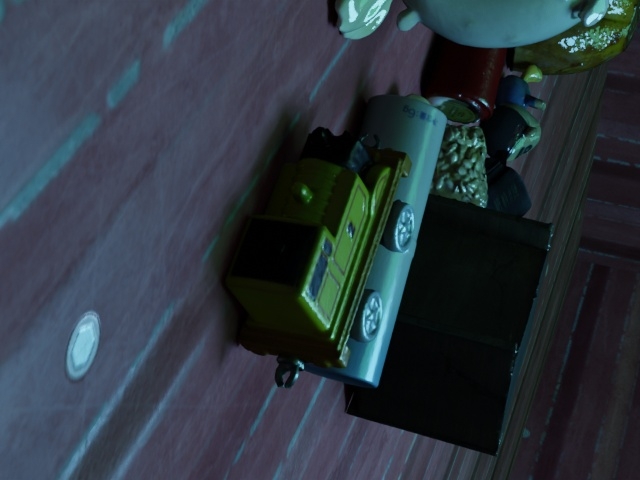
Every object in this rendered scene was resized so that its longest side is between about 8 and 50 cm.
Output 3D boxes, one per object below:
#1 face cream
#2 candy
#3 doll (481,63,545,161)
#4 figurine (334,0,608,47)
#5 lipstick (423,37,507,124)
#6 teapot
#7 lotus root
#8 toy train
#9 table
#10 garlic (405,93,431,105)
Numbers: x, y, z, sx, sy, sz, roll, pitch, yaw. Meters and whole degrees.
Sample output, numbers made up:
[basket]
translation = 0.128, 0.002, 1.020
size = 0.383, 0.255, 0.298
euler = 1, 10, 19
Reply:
[face cream]
translation = 0.046, 0.000, 1.037
size = 0.077, 0.077, 0.250
euler = 52, 53, -70
[candy]
translation = 0.154, -0.077, 1.360
size = 0.095, 0.085, 0.110
euler = 87, 9, -66
[doll]
translation = 0.280, -0.177, 1.700
size = 0.089, 0.102, 0.179
euler = 43, 54, -21
[figurine]
translation = 0.099, -0.275, 0.892
size = 0.274, 0.226, 0.394
euler = -47, 153, -3
[lipstick]
translation = 0.180, -0.249, 1.302
size = 0.080, 0.080, 0.241
euler = 58, 48, -68
[teapot]
translation = 0.193, -0.060, 1.460
size = 0.177, 0.087, 0.096
euler = -40, 122, -44
[lotus root]
translation = 0.384, -0.336, 1.761
size = 0.188, 0.180, 0.199
euler = 92, 18, -45
[toy train]
translation = 0.000, 0.000, 0.872
size = 0.127, 0.089, 0.219
euler = 55, 49, -55
[table]
translation = 0.128, 0.083, 1.212
size = 0.193, 0.172, 0.169
euler = 89, 20, -51
[garlic]
translation = 0.087, -0.118, 1.157
size = 0.053, 0.041, 0.083
euler = -38, 162, 11
